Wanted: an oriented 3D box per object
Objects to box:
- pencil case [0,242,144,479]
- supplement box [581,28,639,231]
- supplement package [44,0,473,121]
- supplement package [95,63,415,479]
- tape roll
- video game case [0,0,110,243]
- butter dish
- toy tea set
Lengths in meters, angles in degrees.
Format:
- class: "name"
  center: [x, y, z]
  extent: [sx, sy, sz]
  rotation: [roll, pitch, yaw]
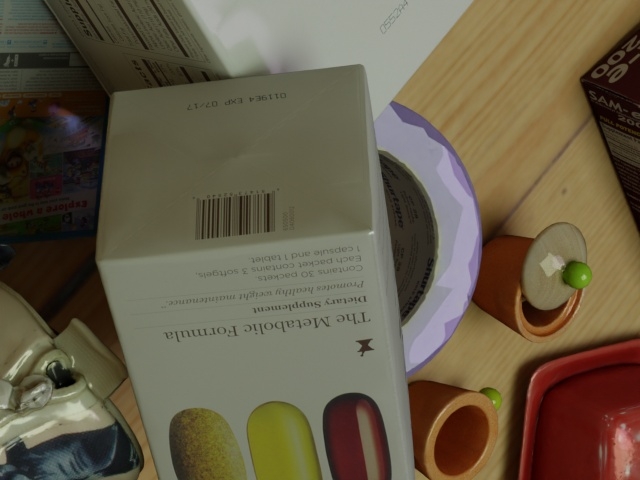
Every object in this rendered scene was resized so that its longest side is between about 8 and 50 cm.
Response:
- class: "pencil case"
  center: [-0.283, 0.173, 0.959]
  extent: [0.410, 0.160, 0.183]
  rotation: [-37, 169, -26]
- class: "supplement box"
  center: [0.300, -0.062, 1.458]
  extent: [0.130, 0.073, 0.239]
  rotation: [-40, 128, -16]
- class: "supplement package"
  center: [-0.021, -0.195, 1.070]
  extent: [0.262, 0.145, 0.204]
  rotation: [-51, 132, -23]
- class: "supplement package"
  center: [-0.026, 0.048, 1.005]
  extent: [0.139, 0.134, 0.244]
  rotation: [-7, 132, 5]
- class: "tape roll"
  center: [0.000, 0.000, 1.176]
  extent: [0.189, 0.080, 0.189]
  rotation: [-3, 98, -24]
- class: "video game case"
  center: [-0.172, -0.080, 1.079]
  extent: [0.119, 0.015, 0.166]
  rotation: [-5, 108, -41]
- class: "butter dish"
  center: [0.239, 0.170, 1.462]
  extent: [0.160, 0.118, 0.160]
  rotation: [-9, 112, -40]
- class: "toy tea set"
  center: [0.080, 0.120, 1.298]
  extent: [0.200, 0.124, 0.336]
  rotation: [39, 78, -42]
